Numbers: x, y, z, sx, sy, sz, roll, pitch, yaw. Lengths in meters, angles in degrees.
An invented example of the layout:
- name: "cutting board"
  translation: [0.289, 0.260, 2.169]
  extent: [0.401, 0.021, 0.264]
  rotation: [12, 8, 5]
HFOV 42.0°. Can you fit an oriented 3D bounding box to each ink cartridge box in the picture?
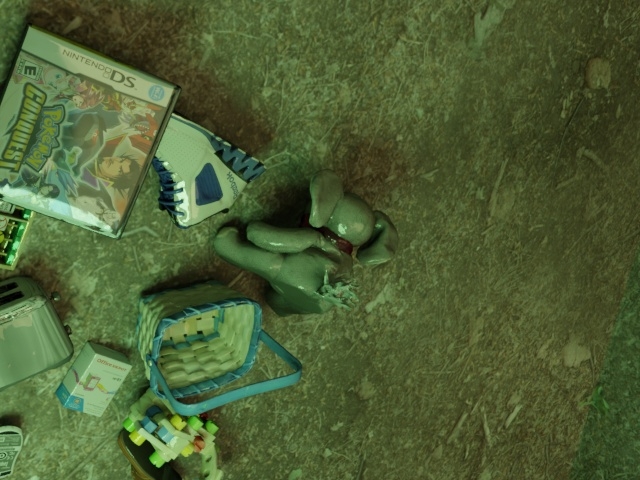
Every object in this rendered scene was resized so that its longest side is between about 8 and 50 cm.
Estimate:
- name: "ink cartridge box"
  translation: [-0.434, 0.266, 1.597]
  extent: [0.088, 0.052, 0.122]
  rotation: [30, 93, -42]

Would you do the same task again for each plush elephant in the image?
- name: "plush elephant"
  translation: [0.000, 0.000, 1.654]
  extent: [0.272, 0.330, 0.255]
  rotation: [47, 64, -35]

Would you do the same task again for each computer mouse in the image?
- name: "computer mouse"
  translation: [-0.604, 0.415, 1.559]
  extent: [0.106, 0.042, 0.193]
  rotation: [9, 113, -34]

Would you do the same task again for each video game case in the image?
- name: "video game case"
  translation: [-0.386, -0.165, 1.314]
  extent: [0.248, 0.035, 0.274]
  rotation: [20, 101, -22]

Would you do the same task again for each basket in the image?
- name: "basket"
  translation: [-0.205, 0.207, 1.575]
  extent: [0.255, 0.289, 0.201]
  rotation: [-9, 118, -32]

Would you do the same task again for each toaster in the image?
- name: "toaster"
  translation: [-0.543, 0.162, 1.414]
  extent: [0.227, 0.129, 0.146]
  rotation: [-23, 121, -23]

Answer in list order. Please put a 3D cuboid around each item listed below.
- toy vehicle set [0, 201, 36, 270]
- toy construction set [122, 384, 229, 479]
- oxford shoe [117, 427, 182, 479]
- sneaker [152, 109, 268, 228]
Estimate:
- name: "toy vehicle set"
  translation: [-0.534, -0.091, 1.345]
  extent: [0.166, 0.035, 0.266]
  rotation: [15, 104, -40]
- name: "toy construction set"
  translation: [-0.273, 0.410, 1.682]
  extent: [0.151, 0.215, 0.327]
  rotation: [-36, 130, -16]
- name: "oxford shoe"
  translation: [-0.373, 0.476, 1.747]
  extent: [0.076, 0.076, 0.212]
  rotation: [-17, 121, 19]
- name: "sneaker"
  translation: [-0.248, -0.121, 1.480]
  extent: [0.316, 0.127, 0.182]
  rotation: [27, 93, -44]
